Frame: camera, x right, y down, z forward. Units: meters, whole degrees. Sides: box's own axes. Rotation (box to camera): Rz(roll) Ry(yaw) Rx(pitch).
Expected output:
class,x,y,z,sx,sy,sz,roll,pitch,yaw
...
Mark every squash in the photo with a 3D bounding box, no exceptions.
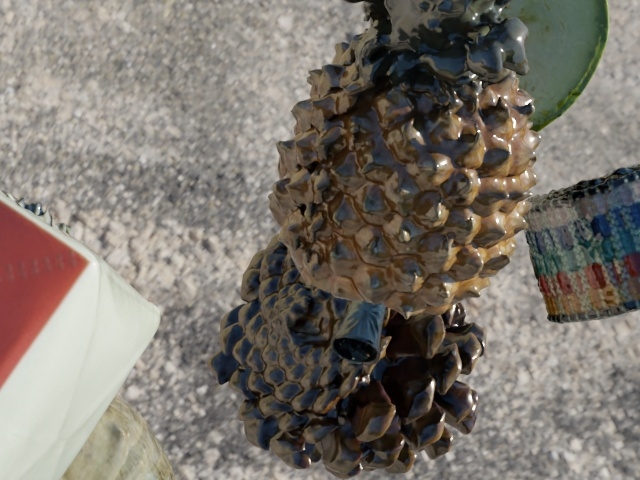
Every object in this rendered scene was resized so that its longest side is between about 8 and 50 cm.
class,x,y,z,sx,sy,sz,roll,pitch,yaw
squash,0.159,-0.201,1.032,0.219,0.219,0.041,42,19,-7

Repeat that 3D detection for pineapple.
class,x,y,z,sx,sy,sz,roll,pitch,yaw
pineapple,0.076,-0.119,0.850,0.222,0.357,0.223,3,44,-3

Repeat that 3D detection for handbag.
class,x,y,z,sx,sy,sz,roll,pitch,yaw
handbag,-0.233,0.006,0.470,0.298,0.171,0.151,31,81,6

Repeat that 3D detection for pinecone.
class,x,y,z,sx,sy,sz,roll,pitch,yaw
pinecone,0.065,0.161,1.504,0.384,0.384,0.385,16,57,-26

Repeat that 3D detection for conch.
class,x,y,z,sx,sy,sz,roll,pitch,yaw
conch,-0.158,0.146,0.657,0.155,0.207,0.130,39,90,0

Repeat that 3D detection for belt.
class,x,y,z,sx,sy,sz,roll,pitch,yaw
belt,0.332,0.001,1.119,0.295,0.206,0.161,-14,86,-57

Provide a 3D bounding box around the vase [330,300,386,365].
class,x,y,z,sx,sy,sz,roll,pitch,yaw
vase,0.061,0.057,1.246,0.059,0.059,0.167,31,55,-16
